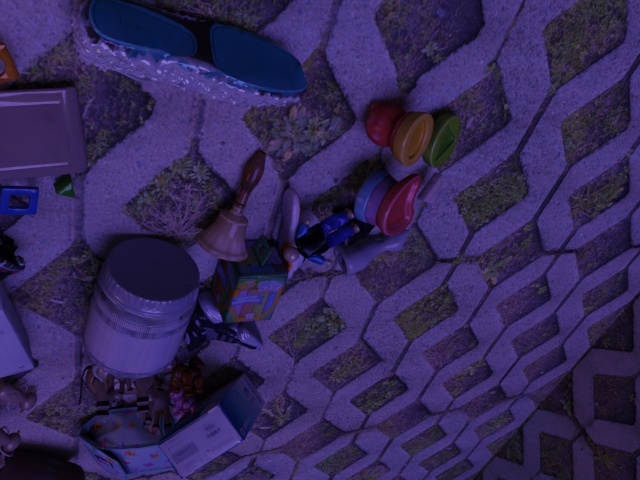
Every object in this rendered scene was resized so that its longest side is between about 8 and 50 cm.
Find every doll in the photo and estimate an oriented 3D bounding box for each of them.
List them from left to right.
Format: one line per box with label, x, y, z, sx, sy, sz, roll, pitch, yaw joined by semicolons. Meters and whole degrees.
doll;0.000;0.000;1.393;0.189;0.046;0.129;-27;108;-17

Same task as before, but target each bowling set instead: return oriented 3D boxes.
bowling set;-0.865;0.476;1.505;0.287;0.200;0.154;-64;152;-22

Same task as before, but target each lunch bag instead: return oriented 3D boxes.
lunch bag;-0.568;0.608;1.783;0.263;0.160;0.223;-7;140;-6

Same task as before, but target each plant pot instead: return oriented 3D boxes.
plant pot;-0.845;0.699;1.714;0.215;0.215;0.230;-33;125;7

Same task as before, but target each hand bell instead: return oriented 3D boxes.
hand bell;-0.174;-0.087;1.318;0.126;0.126;0.242;11;116;-36

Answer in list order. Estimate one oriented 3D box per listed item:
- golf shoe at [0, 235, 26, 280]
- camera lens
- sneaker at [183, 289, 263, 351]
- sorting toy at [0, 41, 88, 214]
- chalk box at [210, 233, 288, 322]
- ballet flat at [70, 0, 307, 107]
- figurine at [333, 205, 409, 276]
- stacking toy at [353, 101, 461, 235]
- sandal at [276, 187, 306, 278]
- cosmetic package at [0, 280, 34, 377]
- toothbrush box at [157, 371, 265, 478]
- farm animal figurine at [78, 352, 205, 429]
golf shoe;-0.672;0.033;1.097;0.120;0.105;0.273;-34;160;0
camera lens;-0.405;0.158;1.342;0.220;0.219;0.274;3;131;-31
sneaker;-0.278;0.243;1.599;0.153;0.101;0.268;-34;134;9
sorting toy;-0.522;-0.192;1.047;0.196;0.047;0.347;-12;138;-23
chalk box;-0.171;0.083;1.458;0.132;0.132;0.213;-1;132;-28
ballet flat;-0.224;-0.314;1.039;0.409;0.147;0.147;10;128;-32
figurine;0.147;-0.019;1.564;0.210;0.092;0.214;-20;140;-15
stacking toy;0.190;-0.185;1.400;0.280;0.130;0.308;-26;138;-47
sandal;-0.053;-0.012;1.446;0.076;0.102;0.265;-8;134;-20
cosmetic package;-0.763;0.208;1.201;0.285;0.097;0.377;-11;156;-22
toothbrush box;-0.307;0.530;1.742;0.216;0.126;0.295;-34;180;9
farm animal figurine;-0.467;0.368;1.574;0.327;0.172;0.330;10;141;-33
